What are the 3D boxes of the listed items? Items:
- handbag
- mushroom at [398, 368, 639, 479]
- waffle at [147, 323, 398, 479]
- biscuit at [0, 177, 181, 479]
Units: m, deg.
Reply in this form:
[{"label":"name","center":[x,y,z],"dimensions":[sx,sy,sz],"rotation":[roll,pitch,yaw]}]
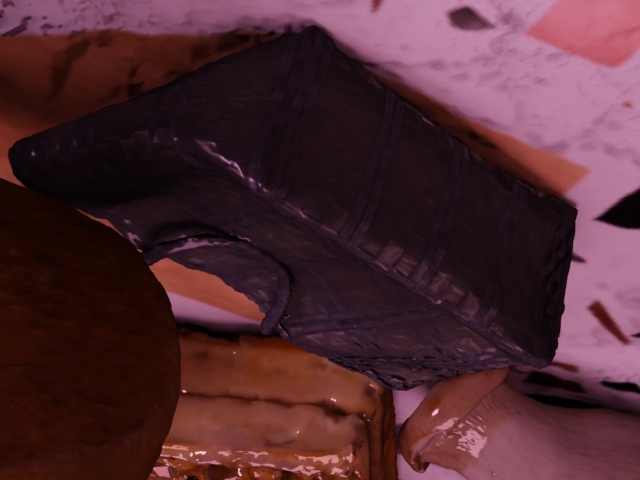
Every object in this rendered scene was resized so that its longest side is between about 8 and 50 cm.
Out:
[{"label":"handbag","center":[0.000,0.000,0.859],"dimensions":[0.270,0.088,0.175],"rotation":[32,148,-30]},{"label":"mushroom","center":[0.144,0.130,1.009],"dimensions":[0.212,0.088,0.097],"rotation":[22,178,-9]},{"label":"waffle","center":[-0.061,0.160,1.099],"dimensions":[0.213,0.091,0.308],"rotation":[6,147,6]},{"label":"biscuit","center":[-0.238,0.016,0.729],"dimensions":[0.367,0.314,0.063],"rotation":[13,113,-16]}]
